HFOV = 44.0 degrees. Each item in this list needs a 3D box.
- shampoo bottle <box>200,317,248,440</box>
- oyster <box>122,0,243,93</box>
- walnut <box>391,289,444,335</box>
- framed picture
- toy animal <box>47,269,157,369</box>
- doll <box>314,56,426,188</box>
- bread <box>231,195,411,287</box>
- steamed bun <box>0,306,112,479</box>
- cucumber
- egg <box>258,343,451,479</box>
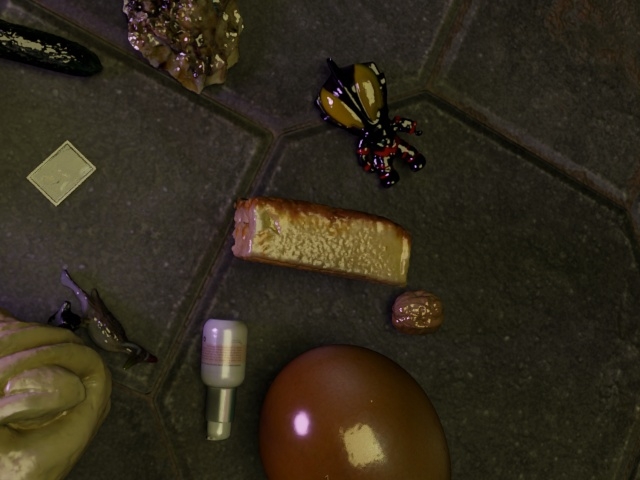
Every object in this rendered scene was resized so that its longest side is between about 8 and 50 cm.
[{"bbox_3d":[-0.158,0.223,1.287,0.074,0.074,0.192,3,88,-18],"label":"shampoo bottle"},{"bbox_3d":[-0.210,-0.369,1.295,0.223,0.083,0.214,42,79,-19],"label":"oyster"},{"bbox_3d":[0.173,0.128,1.400,0.096,0.082,0.079,-1,120,-13],"label":"walnut"},{"bbox_3d":[-0.408,-0.106,1.253,0.066,0.007,0.089,46,75,-11],"label":"framed picture"},{"bbox_3d":[-0.338,0.137,1.236,0.202,0.070,0.105,37,44,-14],"label":"toy animal"},{"bbox_3d":[0.085,-0.213,1.379,0.127,0.088,0.248,-35,102,-17],"label":"doll"},{"bbox_3d":[0.000,0.000,1.293,0.275,0.185,0.114,13,88,-16],"label":"bread"},{"bbox_3d":[-0.481,0.252,1.088,0.372,0.230,0.324,17,99,-20],"label":"steamed bun"},{"bbox_3d":[-0.456,-0.301,1.215,0.245,0.067,0.067,12,84,-16],"label":"cucumber"},{"bbox_3d":[0.056,0.328,1.244,0.282,0.282,0.351,-40,103,-16],"label":"egg"}]
